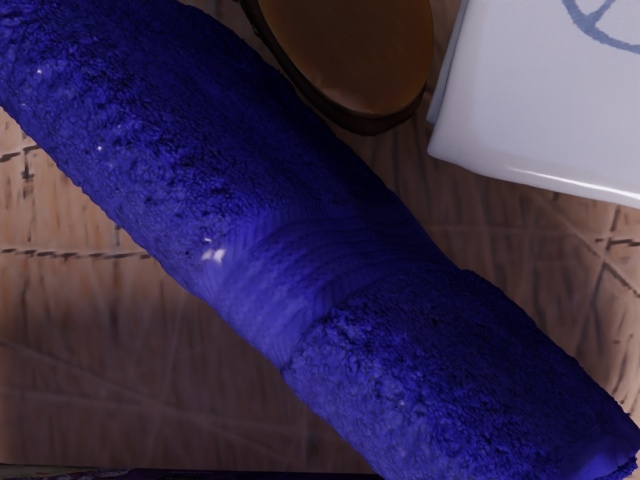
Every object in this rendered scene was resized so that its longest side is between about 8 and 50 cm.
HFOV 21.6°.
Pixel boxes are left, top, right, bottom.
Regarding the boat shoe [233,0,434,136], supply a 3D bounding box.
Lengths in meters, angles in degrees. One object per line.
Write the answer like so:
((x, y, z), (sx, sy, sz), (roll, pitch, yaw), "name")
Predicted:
((-0.009, -0.130, 0.755), (0.073, 0.073, 0.207), (-20, 67, -11), "boat shoe")

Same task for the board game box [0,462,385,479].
((-0.047, 0.269, 0.713), (0.208, 0.056, 0.347), (-1, 97, 22), "board game box")

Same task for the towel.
((0.000, 0.000, 0.677), (0.308, 0.227, 0.076), (43, 95, 13), "towel")

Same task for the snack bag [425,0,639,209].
((0.241, -0.145, 0.640), (0.342, 0.037, 0.323), (15, 94, 8), "snack bag")
